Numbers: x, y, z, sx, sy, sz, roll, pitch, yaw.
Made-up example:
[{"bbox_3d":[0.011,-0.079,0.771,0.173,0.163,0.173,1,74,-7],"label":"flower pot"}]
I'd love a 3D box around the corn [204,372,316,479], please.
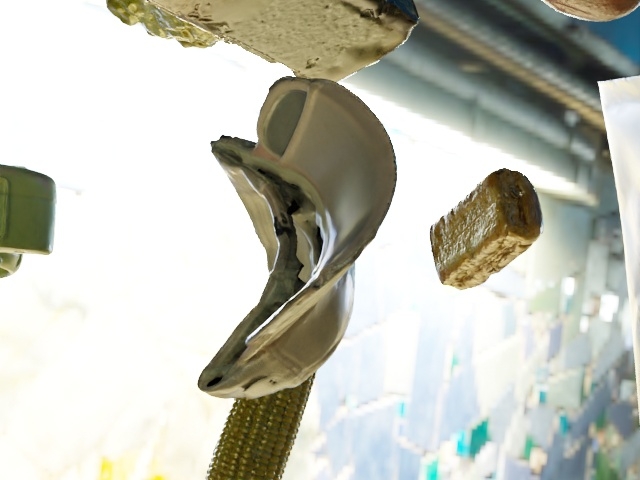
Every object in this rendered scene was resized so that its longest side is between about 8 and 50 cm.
[{"bbox_3d":[-0.068,0.212,1.546,0.081,0.248,0.081,19,-17,6],"label":"corn"}]

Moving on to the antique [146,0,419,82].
[{"bbox_3d":[-0.056,-0.235,1.170,0.125,0.150,0.284,-30,-24,29],"label":"antique"}]

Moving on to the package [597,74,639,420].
[{"bbox_3d":[0.267,0.051,0.797,0.165,0.311,0.221,-7,3,-3],"label":"package"}]

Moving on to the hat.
[{"bbox_3d":[0.000,0.000,1.042,0.226,0.219,0.164,-22,-36,37],"label":"hat"}]

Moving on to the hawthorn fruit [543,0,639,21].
[{"bbox_3d":[0.269,-0.297,1.497,0.189,0.149,0.149,-16,12,-41],"label":"hawthorn fruit"}]

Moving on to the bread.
[{"bbox_3d":[0.228,-0.012,2.009,0.083,0.114,0.211,0,-22,-28],"label":"bread"}]

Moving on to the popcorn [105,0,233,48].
[{"bbox_3d":[-0.137,-0.346,1.579,0.237,0.251,0.206,31,-14,-22],"label":"popcorn"}]

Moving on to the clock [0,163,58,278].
[{"bbox_3d":[-0.405,-0.015,1.477,0.235,0.096,0.308,3,-9,-20],"label":"clock"}]
